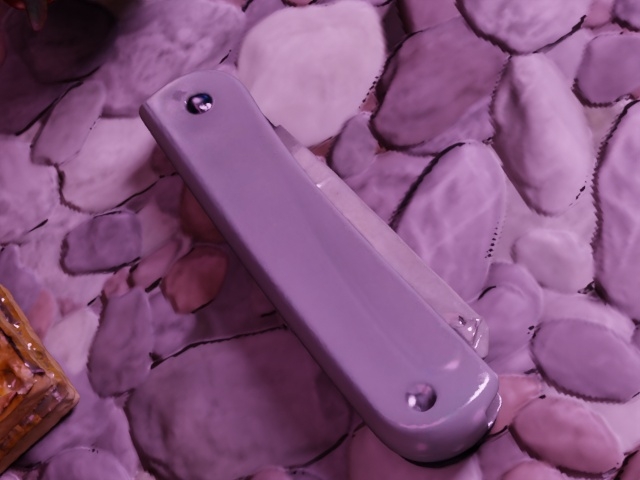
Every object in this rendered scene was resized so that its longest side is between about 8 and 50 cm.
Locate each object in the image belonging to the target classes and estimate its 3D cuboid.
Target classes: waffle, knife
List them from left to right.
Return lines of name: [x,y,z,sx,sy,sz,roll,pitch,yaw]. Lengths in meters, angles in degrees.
waffle: [-0.209,0.096,0.698,0.148,0.042,0.102,-45,58,2]
knife: [-0.003,0.002,0.646,0.073,0.041,0.265,-37,56,-7]

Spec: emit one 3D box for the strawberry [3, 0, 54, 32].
strawberry: [-0.130,-0.261,0.775,0.233,0.137,0.306,-37,36,26]
